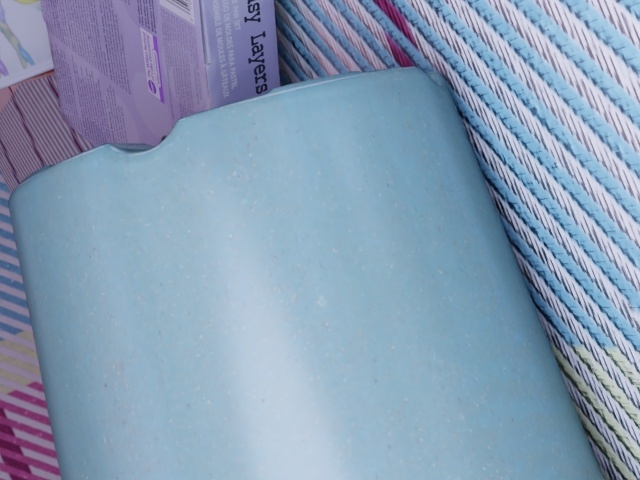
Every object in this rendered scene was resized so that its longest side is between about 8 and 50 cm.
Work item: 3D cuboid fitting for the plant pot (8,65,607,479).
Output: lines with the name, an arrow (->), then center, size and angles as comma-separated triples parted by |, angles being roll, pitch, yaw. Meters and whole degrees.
plant pot -> -0.008, 0.098, 0.902 | 0.341, 0.341, 0.334 | 153, 100, -75

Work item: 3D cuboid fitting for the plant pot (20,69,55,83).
plant pot -> -0.306, -0.317, 1.401 | 0.272, 0.272, 0.265 | 53, 152, 40

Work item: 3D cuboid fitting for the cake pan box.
cake pan box -> -0.123, -0.159, 1.181 | 0.246, 0.070, 0.266 | 34, 140, 42

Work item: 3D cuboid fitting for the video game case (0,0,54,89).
video game case -> -0.307, -0.250, 1.281 | 0.036, 0.329, 0.300 | -89, -25, -55
